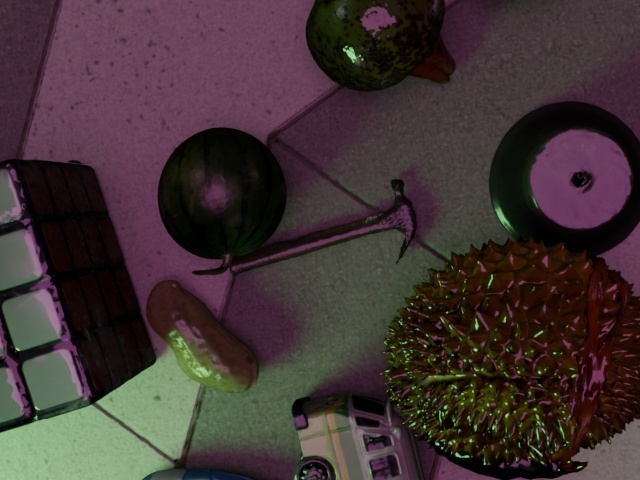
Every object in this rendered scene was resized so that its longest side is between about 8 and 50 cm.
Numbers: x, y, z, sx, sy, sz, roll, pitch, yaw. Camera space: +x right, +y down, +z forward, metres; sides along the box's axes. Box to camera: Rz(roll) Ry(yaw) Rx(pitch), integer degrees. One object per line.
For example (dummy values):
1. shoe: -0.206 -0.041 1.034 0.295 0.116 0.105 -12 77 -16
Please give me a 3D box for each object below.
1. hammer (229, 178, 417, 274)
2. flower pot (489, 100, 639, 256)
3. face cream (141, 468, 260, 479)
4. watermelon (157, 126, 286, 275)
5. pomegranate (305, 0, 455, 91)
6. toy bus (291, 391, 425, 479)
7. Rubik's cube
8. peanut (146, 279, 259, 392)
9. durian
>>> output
1. hammer: 0.000 0.000 1.603 0.297 0.027 0.125 -15 85 6
2. flower pot: 0.360 -0.084 1.502 0.235 0.148 0.235 0 93 7
3. face cream: -0.160 0.421 1.604 0.264 0.083 0.149 14 90 6
4. watermelon: -0.140 -0.055 1.534 0.188 0.188 0.214 -14 75 6
5. pomegranate: 0.102 -0.299 1.519 0.248 0.214 0.214 32 96 -33
6. toy bus: 0.066 0.369 1.549 0.179 0.143 0.305 -14 89 4
7. Rubik's cube: -0.470 0.093 1.502 0.337 0.344 0.343 -18 88 7
8. peanut: -0.182 0.150 1.595 0.099 0.099 0.214 -40 89 6
9. durian: 0.278 0.160 1.435 0.385 0.347 0.347 -7 91 -10
